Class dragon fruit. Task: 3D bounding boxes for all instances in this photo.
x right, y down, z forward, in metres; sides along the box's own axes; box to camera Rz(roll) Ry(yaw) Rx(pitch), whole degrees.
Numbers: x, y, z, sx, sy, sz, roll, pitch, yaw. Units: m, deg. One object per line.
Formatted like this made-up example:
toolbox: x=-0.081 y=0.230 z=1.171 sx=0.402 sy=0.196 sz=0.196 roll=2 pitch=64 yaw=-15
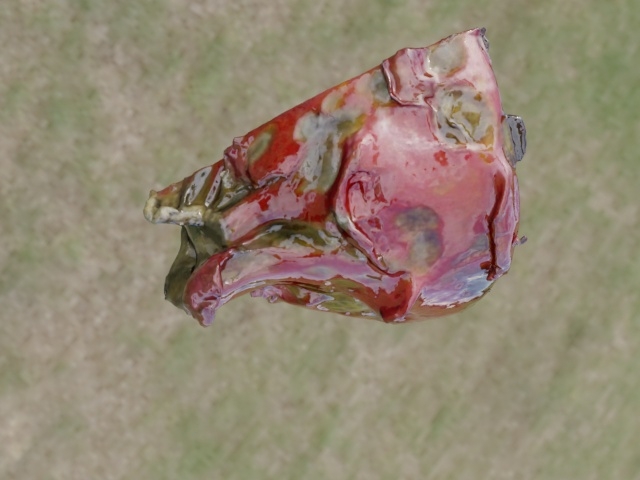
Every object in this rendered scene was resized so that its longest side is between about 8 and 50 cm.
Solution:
dragon fruit: x=0.000 y=0.000 z=1.012 sx=0.212 sy=0.134 sz=0.262 roll=-12 pitch=164 yaw=-15
